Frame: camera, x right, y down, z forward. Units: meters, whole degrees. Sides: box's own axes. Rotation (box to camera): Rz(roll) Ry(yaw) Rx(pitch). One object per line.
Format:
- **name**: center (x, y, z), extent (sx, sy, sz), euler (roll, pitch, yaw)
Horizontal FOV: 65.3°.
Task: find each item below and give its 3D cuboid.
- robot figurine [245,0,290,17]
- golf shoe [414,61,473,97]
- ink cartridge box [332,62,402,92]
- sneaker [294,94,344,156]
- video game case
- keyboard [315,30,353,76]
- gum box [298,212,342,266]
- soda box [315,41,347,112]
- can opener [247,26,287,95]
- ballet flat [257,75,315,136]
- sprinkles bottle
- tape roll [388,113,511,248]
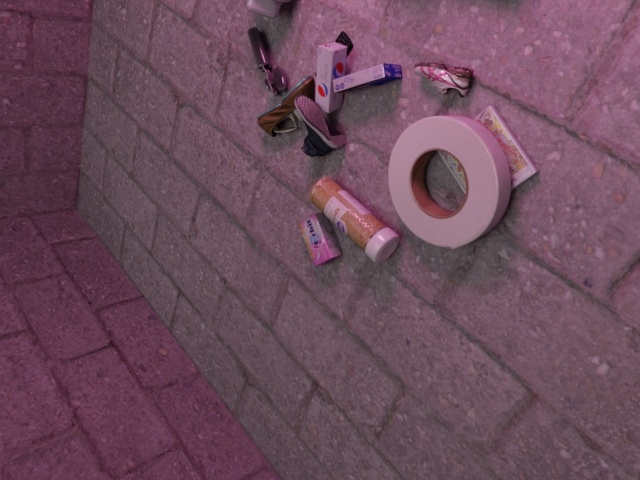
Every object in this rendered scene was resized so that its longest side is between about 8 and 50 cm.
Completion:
- **robot figurine**: center (-0.164, -0.968, 1.719), extent (0.300, 0.200, 0.353), euler (-112, 36, -50)
- **golf shoe**: center (0.345, -0.468, 1.443), extent (0.186, 0.067, 0.086), euler (28, 120, 36)
- **ink cartridge box**: center (0.149, -0.517, 1.601), extent (0.207, 0.097, 0.046), euler (-2, 99, 45)
- **sneaker**: center (-0.041, -0.395, 1.774), extent (0.226, 0.086, 0.163), euler (49, 150, -15)
- **video game case**: center (0.466, -0.227, 1.416), extent (0.206, 0.026, 0.227), euler (-41, 71, 42)
- **keyboard**: center (0.043, -0.616, 1.722), extent (0.100, 0.038, 0.192), euler (56, 133, 18)
- **gum box**: center (0.000, 0.000, 1.902), extent (0.107, 0.062, 0.188), euler (-28, 81, 45)
- **soda box**: center (0.034, -0.549, 1.684), extent (0.069, 0.074, 0.216), euler (34, 138, 30)
- **can opener**: center (-0.204, -0.691, 1.934), extent (0.093, 0.074, 0.280), euler (-22, 85, 10)
- **ballet flat**: center (-0.109, -0.482, 1.866), extent (0.342, 0.116, 0.124), euler (-24, 103, 45)
- **sprinkles bottle**: center (0.112, -0.076, 1.734), extent (0.355, 0.121, 0.121), euler (45, 128, 28)
- **tape roll**: center (0.364, -0.170, 1.467), extent (0.392, 0.072, 0.392), euler (22, 120, 44)
